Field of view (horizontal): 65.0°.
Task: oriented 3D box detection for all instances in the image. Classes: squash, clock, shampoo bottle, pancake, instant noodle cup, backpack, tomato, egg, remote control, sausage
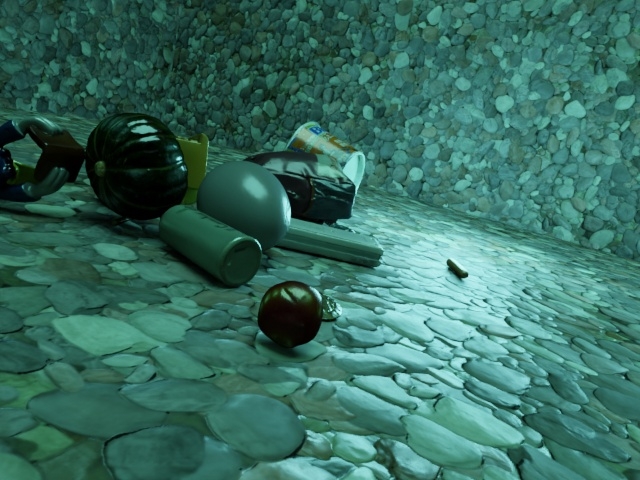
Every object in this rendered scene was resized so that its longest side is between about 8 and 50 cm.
[{"bbox_3d":[-0.355,-0.142,0.979,0.218,0.218,0.172,21,8,32],"label":"squash"},{"bbox_3d":[-0.422,-0.182,1.241,0.244,0.201,0.317,10,5,-28],"label":"clock"},{"bbox_3d":[-0.210,-0.005,0.879,0.085,0.085,0.262,1,17,-45],"label":"shampoo bottle"},{"bbox_3d":[-0.019,0.098,0.794,0.114,0.011,0.115,13,13,-3],"label":"pancake"},{"bbox_3d":[0.012,-0.244,1.752,0.213,0.297,0.296,27,16,21],"label":"instant noodle cup"},{"bbox_3d":[-0.077,-0.148,1.398,0.317,0.197,0.283,6,15,-12],"label":"backpack"},{"bbox_3d":[-0.039,0.096,0.635,0.087,0.087,0.075,14,40,2],"label":"tomato"},{"bbox_3d":[-0.149,-0.065,0.993,0.176,0.176,0.232,4,18,-36],"label":"egg"},{"bbox_3d":[0.000,0.000,1.149,0.277,0.056,0.103,13,13,-5],"label":"remote control"},{"bbox_3d":[0.345,0.071,1.266,0.026,0.026,0.116,12,13,-6],"label":"sausage"}]

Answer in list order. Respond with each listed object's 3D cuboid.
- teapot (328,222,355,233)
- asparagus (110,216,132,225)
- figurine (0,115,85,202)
[{"bbox_3d":[0.049,-0.008,1.273,0.049,0.064,0.083,43,-8,-32],"label":"teapot"},{"bbox_3d":[-0.390,-0.047,1.029,0.015,0.018,0.127,39,14,-1],"label":"asparagus"},{"bbox_3d":[-0.588,-0.150,0.906,0.283,0.205,0.338,-24,18,-28],"label":"figurine"}]
